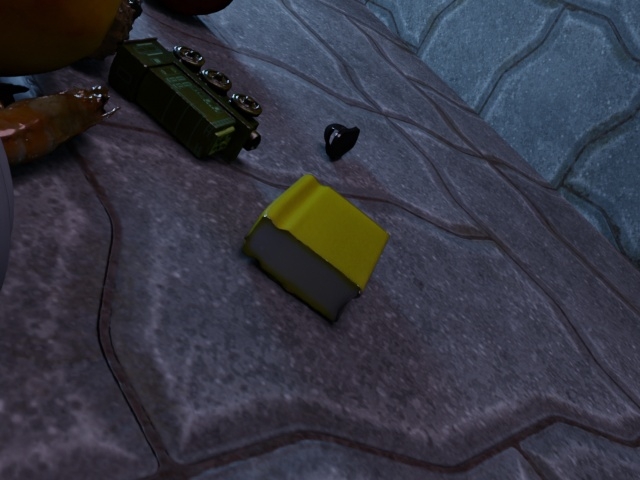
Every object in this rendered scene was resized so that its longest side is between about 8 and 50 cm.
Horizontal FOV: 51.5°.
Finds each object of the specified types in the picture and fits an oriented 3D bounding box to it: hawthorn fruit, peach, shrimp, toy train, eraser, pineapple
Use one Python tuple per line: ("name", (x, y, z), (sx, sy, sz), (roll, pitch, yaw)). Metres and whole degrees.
("hawthorn fruit", (-0.290, -0.558, 1.383), (0.189, 0.189, 0.251), (44, 44, 15))
("peach", (-0.373, -0.341, 0.727), (0.308, 0.289, 0.289), (37, 19, -40))
("shrimp", (-0.323, -0.136, 0.712), (0.150, 0.068, 0.248), (39, 29, 16))
("toy train", (-0.192, -0.207, 0.982), (0.225, 0.090, 0.137), (41, 32, 9))
("eraser", (0.000, 0.000, 0.888), (0.158, 0.069, 0.226), (36, 24, 1))
("pineapple", (-0.337, -0.351, 1.010), (0.128, 0.128, 0.248), (29, 20, -18))

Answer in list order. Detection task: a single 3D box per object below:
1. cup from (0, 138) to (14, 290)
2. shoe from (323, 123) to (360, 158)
("cup", (-0.349, 0.006, 0.267), (0.322, 0.237, 0.327), (9, 23, 11))
("shoe", (0.033, -0.201, 1.301), (0.053, 0.062, 0.159), (29, 23, 13))
